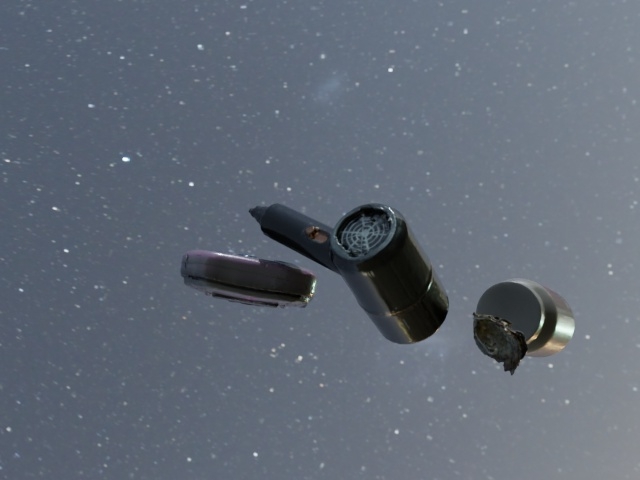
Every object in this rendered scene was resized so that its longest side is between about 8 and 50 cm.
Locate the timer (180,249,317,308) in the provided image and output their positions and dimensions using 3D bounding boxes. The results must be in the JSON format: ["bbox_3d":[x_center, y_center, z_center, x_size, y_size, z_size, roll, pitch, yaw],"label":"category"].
[{"bbox_3d":[-0.110,0.064,1.152,0.191,0.209,0.069,114,164,-81],"label":"timer"}]

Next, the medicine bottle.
[{"bbox_3d":[0.357,0.136,1.287,0.250,0.131,0.131,18,-94,-60],"label":"medicine bottle"}]

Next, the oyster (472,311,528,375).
[{"bbox_3d":[0.244,0.128,1.025,0.029,0.132,0.086,-12,-52,-14],"label":"oyster"}]

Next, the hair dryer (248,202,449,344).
[{"bbox_3d":[0.000,0.000,1.002,0.107,0.352,0.189,-51,-43,-16],"label":"hair dryer"}]
